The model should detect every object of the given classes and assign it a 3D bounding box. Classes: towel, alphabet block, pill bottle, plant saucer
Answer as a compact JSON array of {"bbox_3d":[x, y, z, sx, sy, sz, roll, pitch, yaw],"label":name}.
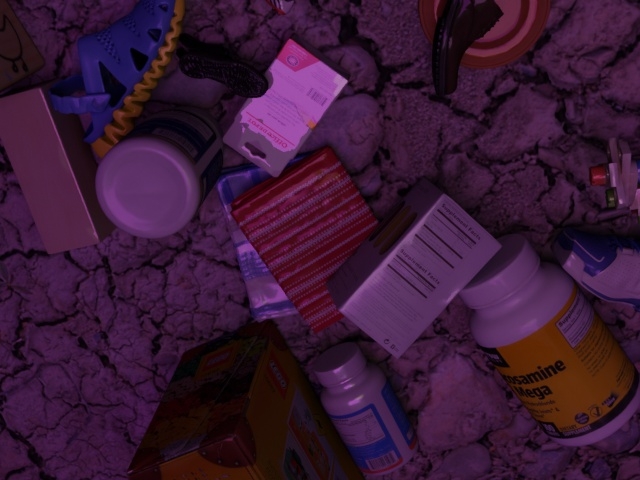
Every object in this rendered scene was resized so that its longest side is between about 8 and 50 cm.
[{"bbox_3d":[-0.052,-0.004,1.574,0.209,0.034,0.285,-11,111,9],"label":"towel"},{"bbox_3d":[-0.580,-0.288,1.423,0.193,0.197,0.192,-23,109,15],"label":"alphabet block"},{"bbox_3d":[0.000,0.000,1.538,0.199,0.031,0.274,-32,109,3],"label":"towel"},{"bbox_3d":[0.076,0.293,1.634,0.124,0.124,0.221,-23,108,14],"label":"pill bottle"},{"bbox_3d":[0.365,0.159,1.514,0.188,0.188,0.334,-34,105,17],"label":"pill bottle"},{"bbox_3d":[-0.232,-0.116,1.421,0.153,0.264,0.153,2,111,6],"label":"pill bottle"},{"bbox_3d":[0.248,-0.355,1.397,0.200,0.037,0.199,2,113,5],"label":"plant saucer"}]

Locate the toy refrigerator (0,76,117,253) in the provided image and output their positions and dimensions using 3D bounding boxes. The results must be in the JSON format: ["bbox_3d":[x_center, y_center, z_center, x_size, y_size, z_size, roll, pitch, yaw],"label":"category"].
[{"bbox_3d":[-0.438,-0.124,1.534,0.102,0.094,0.269,-12,109,15],"label":"toy refrigerator"}]

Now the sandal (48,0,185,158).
[{"bbox_3d":[-0.313,-0.277,1.427,0.138,0.126,0.317,26,110,-21],"label":"sandal"}]

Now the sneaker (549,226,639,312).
[{"bbox_3d":[0.540,0.027,1.488,0.316,0.127,0.182,26,109,-13],"label":"sneaker"}]

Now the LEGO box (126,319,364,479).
[{"bbox_3d":[-0.076,0.445,1.578,0.193,0.372,0.500,-24,107,15],"label":"LEGO box"}]

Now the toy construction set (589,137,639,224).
[{"bbox_3d":[0.557,-0.075,1.384,0.328,0.215,0.151,7,112,3],"label":"toy construction set"}]

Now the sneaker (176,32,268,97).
[{"bbox_3d":[-0.152,-0.273,1.435,0.170,0.089,0.051,18,119,5],"label":"sneaker"}]

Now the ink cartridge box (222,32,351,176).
[{"bbox_3d":[-0.056,-0.212,1.468,0.115,0.067,0.198,35,109,-8],"label":"ink cartridge box"}]

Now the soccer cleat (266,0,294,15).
[{"bbox_3d":[-0.077,-0.383,1.425,0.083,0.029,0.035,42,101,-14],"label":"soccer cleat"}]

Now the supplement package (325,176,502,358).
[{"bbox_3d":[0.144,0.040,1.483,0.134,0.139,0.244,40,95,-17],"label":"supplement package"}]

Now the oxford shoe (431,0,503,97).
[{"bbox_3d":[0.217,-0.315,1.353,0.096,0.083,0.227,10,114,-3],"label":"oxford shoe"}]
